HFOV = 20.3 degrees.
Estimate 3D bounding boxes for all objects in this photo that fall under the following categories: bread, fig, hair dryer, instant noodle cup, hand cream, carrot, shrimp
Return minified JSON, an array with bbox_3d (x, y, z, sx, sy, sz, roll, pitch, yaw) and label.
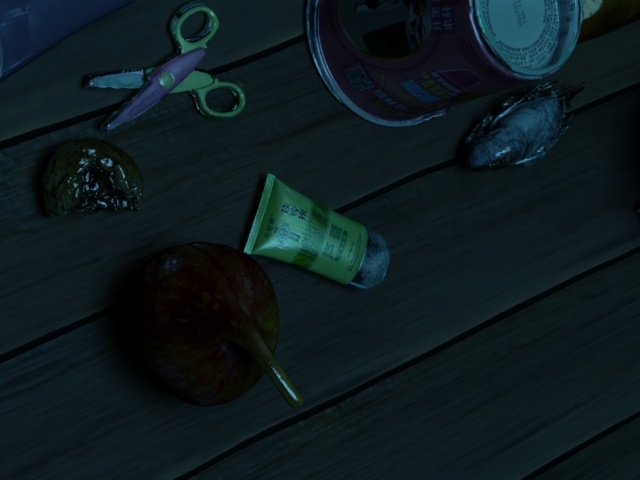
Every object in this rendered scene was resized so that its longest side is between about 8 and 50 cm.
[{"bbox_3d":[-0.234,-0.065,1.850,0.113,0.060,0.082,-9,95,-33],"label":"bread"},{"bbox_3d":[-0.105,0.086,1.842,0.175,0.207,0.175,-1,91,-28],"label":"fig"},{"bbox_3d":[-0.316,-0.326,1.712,0.301,0.121,0.361,-28,128,-36],"label":"hair dryer"},{"bbox_3d":[0.150,-0.249,2.011,0.244,0.255,0.244,0,90,-36],"label":"instant noodle cup"},{"bbox_3d":[0.000,0.000,2.016,0.175,0.046,0.095,24,76,-30],"label":"hand cream"},{"bbox_3d":[0.374,-0.320,2.259,0.302,0.114,0.114,-20,99,-35],"label":"carrot"},{"bbox_3d":[0.260,-0.142,2.192,0.233,0.079,0.090,-34,110,-36],"label":"shrimp"}]

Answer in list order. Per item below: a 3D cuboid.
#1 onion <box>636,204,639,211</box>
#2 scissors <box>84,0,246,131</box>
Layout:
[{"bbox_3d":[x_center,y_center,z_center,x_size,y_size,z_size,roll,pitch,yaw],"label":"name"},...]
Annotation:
[{"bbox_3d":[0.504,-0.090,2.295,0.252,0.219,0.252,49,23,-29],"label":"onion"},{"bbox_3d":[-0.169,-0.174,1.925,0.187,0.020,0.133,-26,99,-35],"label":"scissors"}]
